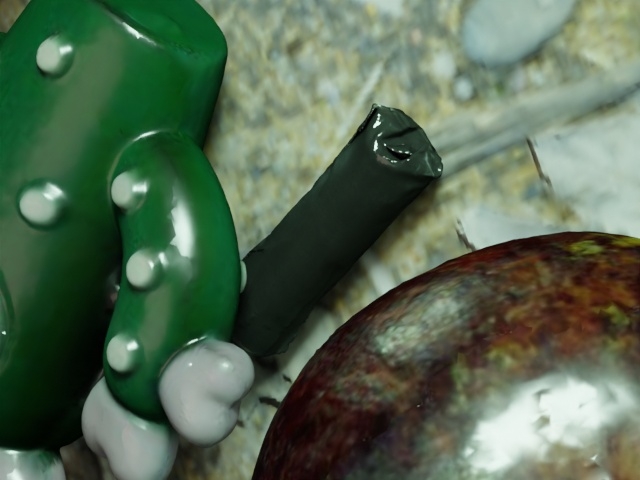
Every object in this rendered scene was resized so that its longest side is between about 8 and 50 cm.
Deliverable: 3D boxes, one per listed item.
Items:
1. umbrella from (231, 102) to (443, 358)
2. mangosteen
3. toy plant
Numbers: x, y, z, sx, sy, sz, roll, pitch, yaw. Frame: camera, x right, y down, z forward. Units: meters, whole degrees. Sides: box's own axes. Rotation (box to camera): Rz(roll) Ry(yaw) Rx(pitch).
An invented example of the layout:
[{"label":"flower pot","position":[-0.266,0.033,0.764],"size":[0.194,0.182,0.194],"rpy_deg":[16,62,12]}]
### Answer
[{"label":"umbrella","position":[-0.001,-0.001,0.659],"size":[0.133,0.031,0.036],"rpy_deg":[-48,38,38]},{"label":"mangosteen","position":[0.068,0.090,0.525],"size":[0.217,0.192,0.192],"rpy_deg":[-169,71,-82]},{"label":"toy plant","position":[-0.120,0.006,0.715],"size":[0.243,0.113,0.232],"rpy_deg":[-35,61,37]}]
